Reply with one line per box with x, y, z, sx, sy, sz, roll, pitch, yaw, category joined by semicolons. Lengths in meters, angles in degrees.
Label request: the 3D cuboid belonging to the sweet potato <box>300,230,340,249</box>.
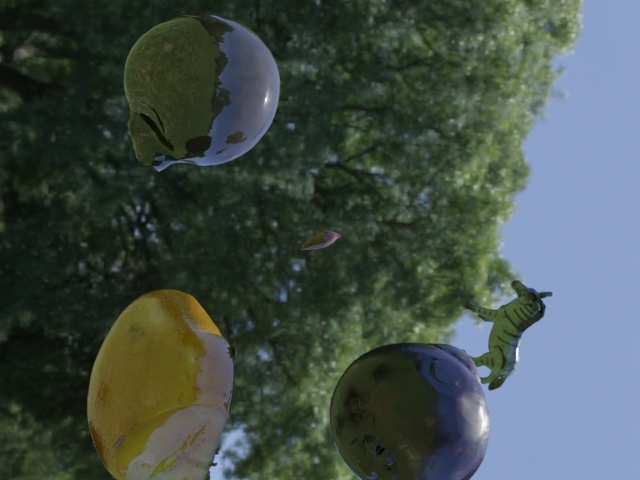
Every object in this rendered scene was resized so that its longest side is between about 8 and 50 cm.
0.000;0.000;1.988;0.034;0.095;0.034;54;-23;36;sweet potato

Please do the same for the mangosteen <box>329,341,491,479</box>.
0.113;0.212;1.115;0.210;0.209;0.210;-176;-90;-69;mangosteen

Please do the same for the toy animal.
0.346;0.178;1.718;0.176;0.073;0.217;8;-87;53;toy animal

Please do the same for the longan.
-0.148;-0.171;1.087;0.204;0.184;0.159;-54;176;-1;longan

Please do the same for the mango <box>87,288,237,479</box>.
-0.191;0.157;1.071;0.187;0.138;0.257;-57;-148;14;mango
